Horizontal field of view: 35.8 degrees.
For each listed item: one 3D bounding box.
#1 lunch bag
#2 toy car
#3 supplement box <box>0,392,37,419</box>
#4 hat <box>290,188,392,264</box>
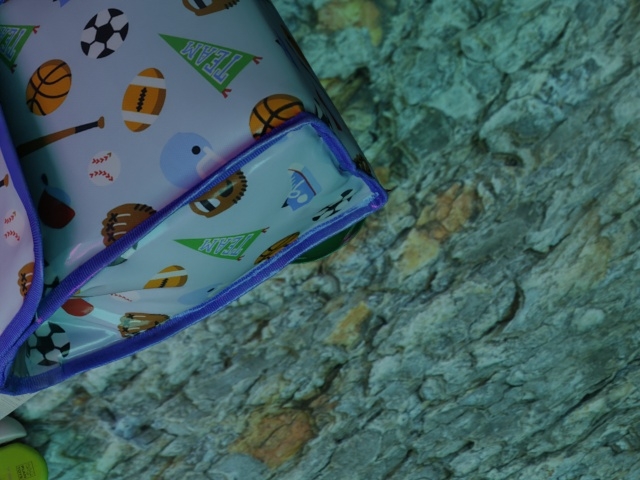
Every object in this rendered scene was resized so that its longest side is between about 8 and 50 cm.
[{"bbox_3d":[-0.195,-0.085,0.907,0.386,0.327,0.239,-33,152,10],"label":"lunch bag"},{"bbox_3d":[-0.440,0.326,1.298,0.182,0.159,0.136,-19,165,-6],"label":"toy car"},{"bbox_3d":[-0.395,0.182,1.238,0.098,0.062,0.036,-35,132,9],"label":"supplement box"},{"bbox_3d":[0.000,0.000,1.162,0.173,0.183,0.208,-24,131,-1],"label":"hat"}]
